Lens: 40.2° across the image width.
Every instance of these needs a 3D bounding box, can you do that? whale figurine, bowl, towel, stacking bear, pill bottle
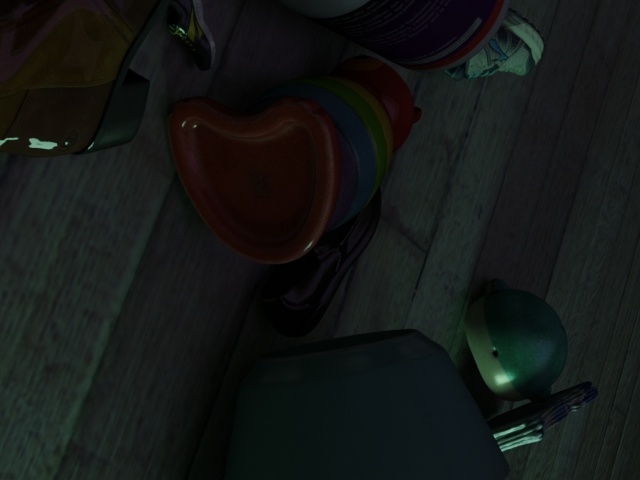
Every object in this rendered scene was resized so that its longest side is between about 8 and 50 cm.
[{"bbox_3d":[0.343,0.156,1.432,0.272,0.141,0.216,-4,70,-61],"label":"whale figurine"},{"bbox_3d":[0.033,0.188,0.931,0.311,0.311,0.163,-7,86,-54],"label":"bowl"},{"bbox_3d":[0.322,0.303,1.434,0.285,0.209,0.034,-9,73,-55],"label":"towel"},{"bbox_3d":[0.006,-0.106,0.902,0.289,0.175,0.164,-41,129,-51],"label":"stacking bear"},{"bbox_3d":[0.057,-0.292,0.887,0.323,0.181,0.181,8,93,-56],"label":"pill bottle"}]

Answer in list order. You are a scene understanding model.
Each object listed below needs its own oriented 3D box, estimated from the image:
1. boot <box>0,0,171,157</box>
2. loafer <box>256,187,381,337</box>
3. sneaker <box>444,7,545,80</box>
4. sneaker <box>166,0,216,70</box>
[{"bbox_3d":[-0.235,-0.166,0.577,0.280,0.096,0.264,-16,137,-48],"label":"boot"},{"bbox_3d":[0.000,0.000,0.979,0.078,0.080,0.220,46,62,-51],"label":"loafer"},{"bbox_3d":[0.208,-0.274,1.202,0.283,0.110,0.122,20,101,-53],"label":"sneaker"},{"bbox_3d":[-0.123,-0.193,0.800,0.035,0.031,0.083,-32,122,-30],"label":"sneaker"}]
